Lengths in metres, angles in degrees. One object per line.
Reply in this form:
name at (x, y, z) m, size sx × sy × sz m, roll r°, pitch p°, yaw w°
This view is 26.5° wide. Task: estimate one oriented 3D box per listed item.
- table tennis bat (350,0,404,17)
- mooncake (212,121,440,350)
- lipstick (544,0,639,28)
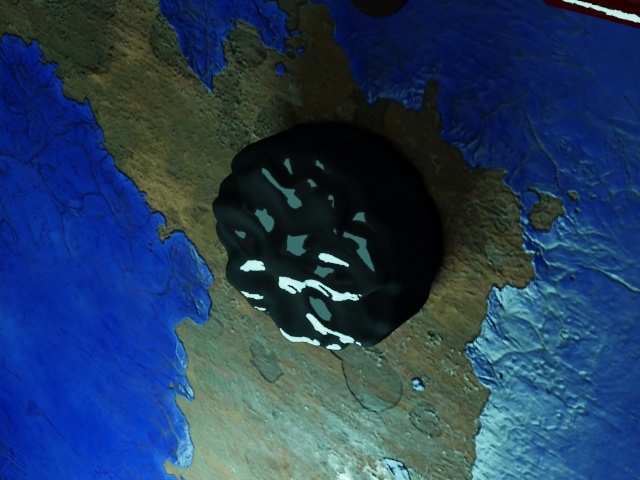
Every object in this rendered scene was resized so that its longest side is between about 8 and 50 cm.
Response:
table tennis bat at (0.071, -0.307, 1.489) m, size 0.098 × 0.019 × 0.155 m, roll 55°, pitch 139°, yaw 5°
mooncake at (0.000, 0.000, 1.633) m, size 0.283 × 0.141 × 0.283 m, roll 21°, pitch 127°, yaw 31°
lipstick at (0.336, -0.221, 1.260) m, size 0.280 × 0.073 × 0.073 m, roll 23°, pitch 126°, yaw 34°
